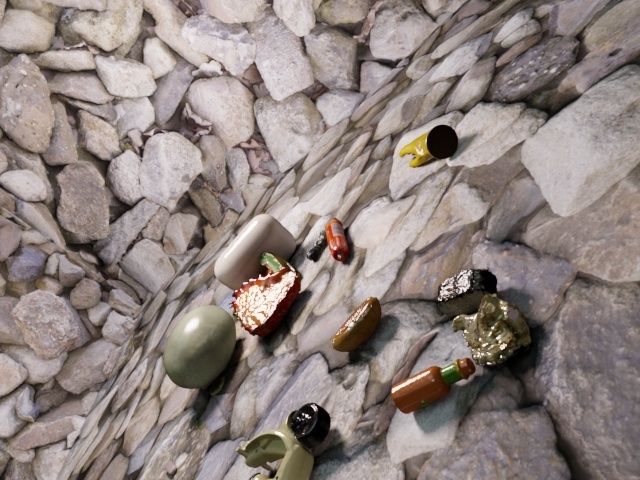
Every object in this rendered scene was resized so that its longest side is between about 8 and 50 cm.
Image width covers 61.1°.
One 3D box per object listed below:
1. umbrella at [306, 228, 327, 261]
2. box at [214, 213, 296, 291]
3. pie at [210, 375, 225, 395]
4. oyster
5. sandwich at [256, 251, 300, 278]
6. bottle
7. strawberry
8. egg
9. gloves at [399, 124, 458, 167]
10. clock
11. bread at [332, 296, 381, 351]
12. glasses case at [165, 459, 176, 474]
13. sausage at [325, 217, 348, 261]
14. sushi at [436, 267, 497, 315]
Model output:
[{"bbox_3d":[0.000,0.000,2.178,0.050,0.046,0.188,17,62,27],"label":"umbrella"},{"bbox_3d":[-0.272,0.068,2.299,0.141,0.289,0.349,37,85,34],"label":"box"},{"bbox_3d":[-0.387,0.546,2.040,0.084,0.021,0.084,-41,22,21],"label":"pie"},{"bbox_3d":[0.343,0.187,1.134,0.191,0.081,0.163,-25,36,54],"label":"oyster"},{"bbox_3d":[-0.182,0.144,2.185,0.184,0.109,0.160,34,103,47],"label":"sandwich"},{"bbox_3d":[0.241,0.302,1.146,0.187,0.069,0.069,-36,24,26],"label":"bottle"},{"bbox_3d":[-0.199,0.234,2.047,0.253,0.150,0.280,21,67,46],"label":"strawberry"},{"bbox_3d":[-0.464,0.410,2.103,0.258,0.258,0.352,-27,30,44],"label":"egg"},{"bbox_3d":[0.384,-0.345,1.979,0.133,0.116,0.294,-23,8,-10],"label":"gloves"},{"bbox_3d":[-0.121,0.586,1.314,0.276,0.120,0.379,-24,32,39],"label":"clock"},{"bbox_3d":[0.108,0.241,1.508,0.189,0.077,0.114,-47,1,9],"label":"bread"},{"bbox_3d":[-0.520,0.788,1.882,0.083,0.021,0.032,-9,47,60],"label":"glasses case"},{"bbox_3d":[0.063,0.004,2.018,0.074,0.074,0.274,-43,22,15],"label":"sausage"},{"bbox_3d":[0.336,0.120,1.244,0.150,0.090,0.078,-35,33,45],"label":"sushi"}]
